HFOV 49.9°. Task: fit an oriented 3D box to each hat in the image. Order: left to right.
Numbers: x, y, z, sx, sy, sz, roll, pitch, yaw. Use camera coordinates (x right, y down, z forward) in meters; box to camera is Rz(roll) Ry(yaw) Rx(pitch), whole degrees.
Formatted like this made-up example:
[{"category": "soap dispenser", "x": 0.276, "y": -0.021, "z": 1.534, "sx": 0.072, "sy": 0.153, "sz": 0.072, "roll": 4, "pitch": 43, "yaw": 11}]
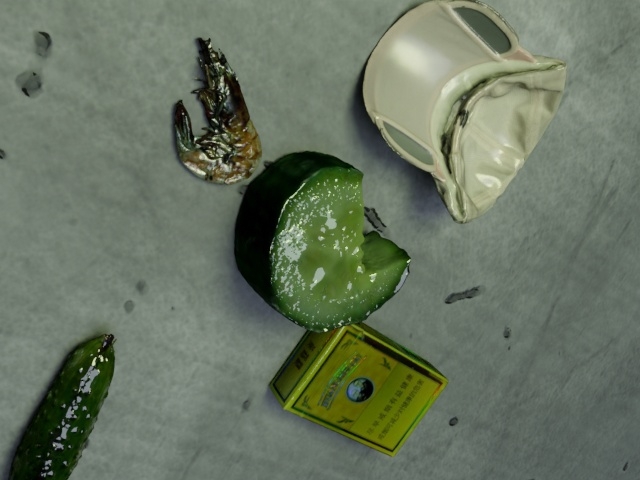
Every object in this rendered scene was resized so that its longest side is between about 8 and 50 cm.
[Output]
[{"category": "hat", "x": 0.160, "y": -0.158, "z": 0.833, "sx": 0.226, "sy": 0.164, "sz": 0.220, "roll": 36, "pitch": 94, "yaw": 6}]

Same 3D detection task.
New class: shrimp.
[{"category": "shrimp", "x": -0.115, "y": -0.130, "z": 0.729, "sx": 0.091, "sy": 0.034, "sz": 0.161, "roll": -22, "pitch": 120, "yaw": -16}]

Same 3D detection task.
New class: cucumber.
[{"category": "cucumber", "x": -0.286, "y": 0.202, "z": 0.773, "sx": 0.069, "sy": 0.069, "sz": 0.228, "roll": 24, "pitch": 95, "yaw": -32}, {"category": "cucumber", "x": -0.009, "y": 0.002, "z": 0.793, "sx": 0.191, "sy": 0.130, "sz": 0.191, "roll": -8, "pitch": 108, "yaw": -26}]

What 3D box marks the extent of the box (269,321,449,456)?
[{"category": "box", "x": 0.056, "y": 0.195, "z": 0.939, "sx": 0.220, "sy": 0.064, "sz": 0.141, "roll": 34, "pitch": 95, "yaw": -32}]
